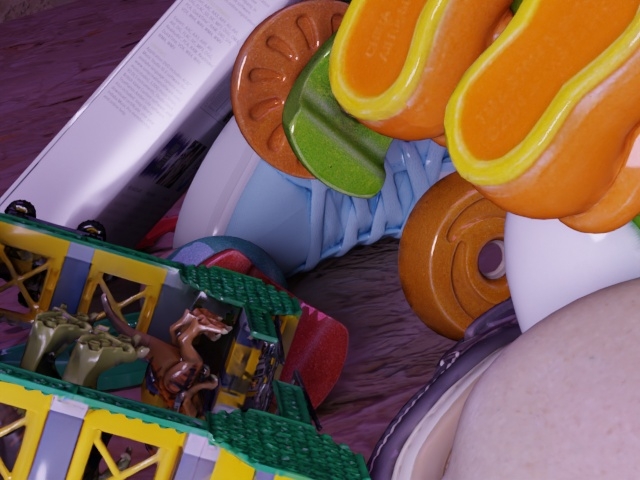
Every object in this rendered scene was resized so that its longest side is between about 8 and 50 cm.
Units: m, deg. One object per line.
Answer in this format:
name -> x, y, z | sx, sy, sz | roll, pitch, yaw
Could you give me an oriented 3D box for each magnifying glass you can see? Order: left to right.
magnifying glass -> -0.181, 0.076, 1.064 | 0.231, 0.026, 0.092 | -11, 15, 5

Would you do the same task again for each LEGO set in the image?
LEGO set -> -0.122, 0.114, 0.706 | 0.255, 0.192, 0.331 | 15, 11, -18

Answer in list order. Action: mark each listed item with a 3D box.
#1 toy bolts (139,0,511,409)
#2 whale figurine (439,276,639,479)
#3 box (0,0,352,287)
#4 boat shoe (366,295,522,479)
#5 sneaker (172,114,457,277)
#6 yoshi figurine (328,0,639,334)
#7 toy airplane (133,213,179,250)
toy bolts -> 0.000, 0.000, 0.983 | 0.228, 0.218, 0.158 | -51, 22, -7
whale figurine -> 0.107, 0.133, 0.506 | 0.216, 0.141, 0.272 | 6, 46, 31
box -> -0.081, -0.102, 1.131 | 0.322, 0.058, 0.232 | -47, -3, 1
boat shoe -> 0.091, 0.076, 0.738 | 0.092, 0.103, 0.285 | -11, 12, 36
sneaker -> 0.058, -0.058, 1.186 | 0.150, 0.135, 0.366 | 25, 46, 31
yoshi figurine -> 0.199, -0.044, 0.661 | 0.362, 0.203, 0.203 | 23, -32, -35
toy airplane -> -0.129, -0.005, 1.310 | 0.151, 0.028, 0.151 | -11, 14, 3
